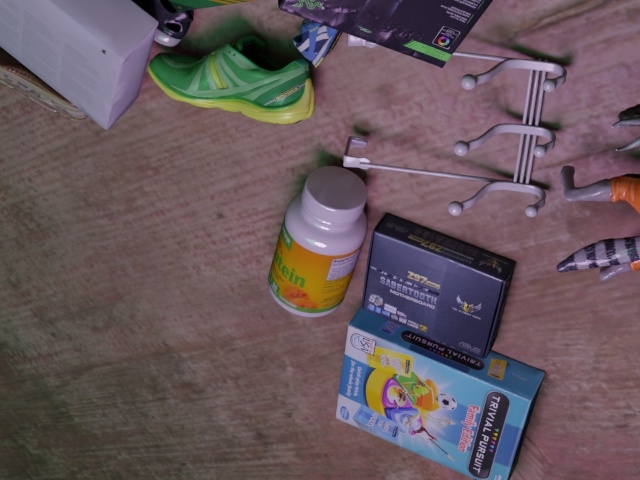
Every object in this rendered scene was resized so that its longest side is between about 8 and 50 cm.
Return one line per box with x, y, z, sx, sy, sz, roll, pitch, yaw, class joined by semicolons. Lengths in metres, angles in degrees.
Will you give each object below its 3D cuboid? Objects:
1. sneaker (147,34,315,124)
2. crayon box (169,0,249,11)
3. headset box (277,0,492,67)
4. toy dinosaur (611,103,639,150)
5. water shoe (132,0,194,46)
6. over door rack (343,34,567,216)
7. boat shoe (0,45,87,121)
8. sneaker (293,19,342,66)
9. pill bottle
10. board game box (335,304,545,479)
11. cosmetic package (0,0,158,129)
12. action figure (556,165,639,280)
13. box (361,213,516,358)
-0.133;-0.264;1.855;0.295;0.109;0.123;14;109;25;sneaker
-0.122;-0.430;1.656;0.318;0.081;0.202;-1;146;34;crayon box
0.104;-0.376;1.499;0.246;0.131;0.283;17;140;-19;headset box
0.507;-0.205;1.426;0.121;0.160;0.313;43;138;-6;toy dinosaur
-0.285;-0.394;1.864;0.203;0.073;0.080;41;111;-4;water shoe
0.173;-0.166;1.705;0.324;0.108;0.239;16;132;17;over door rack
-0.520;-0.301;2.054;0.285;0.104;0.089;36;148;-3;boat shoe
0.005;-0.316;1.738;0.059;0.053;0.144;39;136;1;sneaker
0.000;0.000;1.947;0.136;0.136;0.245;28;136;10;pill bottle
0.201;0.274;2.091;0.336;0.079;0.254;22;135;17;board game box
-0.446;-0.372;1.890;0.377;0.097;0.284;39;160;-2;cosmetic package
0.511;0.030;1.619;0.330;0.178;0.341;5;126;42;action figure
0.188;0.076;1.945;0.233;0.059;0.183;22;133;16;box
